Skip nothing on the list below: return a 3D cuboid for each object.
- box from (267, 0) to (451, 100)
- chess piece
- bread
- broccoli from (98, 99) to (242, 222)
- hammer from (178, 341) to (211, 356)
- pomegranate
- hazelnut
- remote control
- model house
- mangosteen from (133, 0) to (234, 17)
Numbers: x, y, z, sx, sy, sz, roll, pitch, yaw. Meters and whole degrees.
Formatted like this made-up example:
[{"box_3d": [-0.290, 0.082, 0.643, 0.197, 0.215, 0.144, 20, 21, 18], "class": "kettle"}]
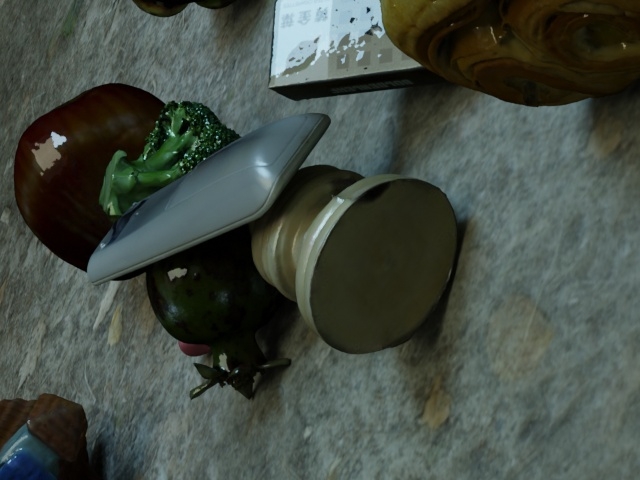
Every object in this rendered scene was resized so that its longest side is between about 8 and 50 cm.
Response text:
[{"box_3d": [0.057, -0.284, 1.371, 0.180, 0.047, 0.325, -3, 72, 32], "class": "box"}, {"box_3d": [0.000, 0.000, 1.381, 0.307, 0.124, 0.139, -158, 69, -69], "class": "chess piece"}, {"box_3d": [0.147, -0.168, 1.026, 0.236, 0.198, 0.120, -27, 49, 61], "class": "bread"}, {"box_3d": [-0.152, -0.055, 1.680, 0.195, 0.156, 0.195, -174, 90, -71], "class": "broccoli"}, {"box_3d": [-0.134, 0.083, 1.712, 0.043, 0.043, 0.083, -45, 38, 50], "class": "hammer"}, {"box_3d": [-0.101, 0.059, 1.543, 0.148, 0.148, 0.169, -39, 50, 54], "class": "pomegranate"}, {"box_3d": [-0.244, -0.059, 1.856, 0.229, 0.229, 0.229, -41, 42, 53], "class": "hazelnut"}, {"box_3d": [-0.114, -0.042, 1.461, 0.313, 0.055, 0.109, -22, 27, 48], "class": "remote control"}, {"box_3d": [-0.342, 0.313, 1.892, 0.329, 0.252, 0.295, -44, 10, 16], "class": "model house"}, {"box_3d": [-0.145, -0.338, 1.813, 0.217, 0.192, 0.192, 70, -167, -54], "class": "mangosteen"}]
